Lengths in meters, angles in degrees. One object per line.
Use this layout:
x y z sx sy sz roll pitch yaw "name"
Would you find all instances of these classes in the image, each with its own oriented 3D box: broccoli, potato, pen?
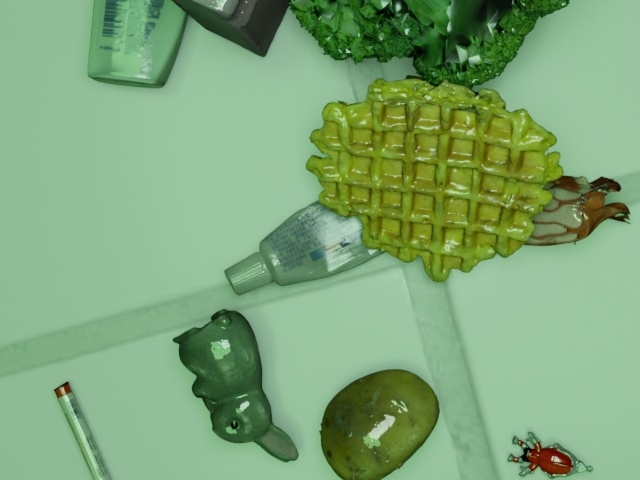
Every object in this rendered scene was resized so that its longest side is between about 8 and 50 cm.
0.156 -0.380 1.242 0.413 0.310 0.321 1 59 38 "broccoli"
0.075 0.251 1.352 0.137 0.137 0.176 38 93 5 "potato"
-0.335 0.309 1.448 0.026 0.026 0.218 -25 88 6 "pen"

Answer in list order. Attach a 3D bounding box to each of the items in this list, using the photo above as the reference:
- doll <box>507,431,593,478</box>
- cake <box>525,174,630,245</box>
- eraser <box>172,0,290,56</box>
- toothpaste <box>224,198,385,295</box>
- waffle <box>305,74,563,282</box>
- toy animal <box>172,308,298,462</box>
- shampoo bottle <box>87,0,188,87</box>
0.317 0.303 1.369 0.114 0.039 0.057 12 65 14 "doll"
0.269 -0.048 1.339 0.287 0.135 0.098 1 106 16 "cake"
-0.062 -0.442 1.287 0.122 0.272 0.359 26 92 7 "eraser"
-0.001 -0.002 1.394 0.282 0.068 0.099 -25 118 -3 "toothpaste"
0.139 -0.089 1.279 0.311 0.060 0.307 36 128 -8 "waffle"
-0.116 0.212 1.374 0.108 0.138 0.236 -20 84 -27 "toy animal"
-0.244 -0.400 1.403 0.134 0.078 0.360 7 91 3 "shampoo bottle"
